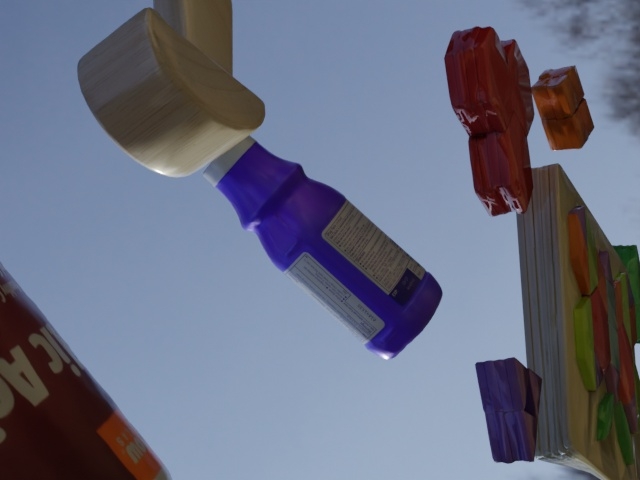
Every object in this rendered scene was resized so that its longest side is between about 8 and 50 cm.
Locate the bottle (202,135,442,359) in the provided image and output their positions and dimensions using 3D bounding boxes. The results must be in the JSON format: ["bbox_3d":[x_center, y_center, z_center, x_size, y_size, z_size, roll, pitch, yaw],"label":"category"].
[{"bbox_3d":[0.000,0.000,1.433,0.092,0.283,0.118,-47,4,28],"label":"bottle"}]

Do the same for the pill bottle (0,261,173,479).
[{"bbox_3d":[-0.240,0.159,0.898,0.392,0.224,0.224,51,-137,-3],"label":"pill bottle"}]

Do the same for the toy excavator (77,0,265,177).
[{"bbox_3d":[-0.164,-0.315,1.108,0.445,0.222,0.433,50,-151,-14],"label":"toy excavator"}]

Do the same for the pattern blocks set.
[{"bbox_3d":[0.132,0.047,0.667,0.325,0.026,0.285,10,-106,-67],"label":"pattern blocks set"}]
